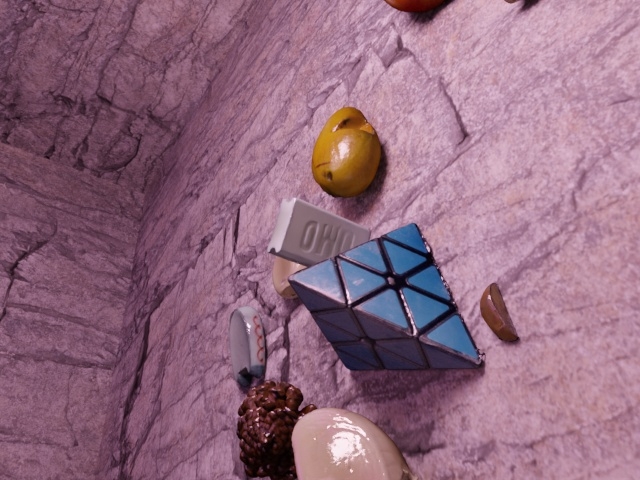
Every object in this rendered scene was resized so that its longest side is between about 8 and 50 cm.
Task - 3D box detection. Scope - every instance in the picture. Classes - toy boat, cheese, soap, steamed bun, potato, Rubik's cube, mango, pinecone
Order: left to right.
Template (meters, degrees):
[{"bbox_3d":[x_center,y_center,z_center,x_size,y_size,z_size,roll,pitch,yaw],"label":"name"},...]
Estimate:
[{"bbox_3d":[-0.185,0.272,1.264,0.134,0.079,0.207,-48,46,45],"label":"toy boat"},{"bbox_3d":[-0.086,0.370,0.948,0.195,0.150,0.179,31,99,60],"label":"pinecone"},{"bbox_3d":[-0.073,0.038,1.221,0.137,0.065,0.227,-44,37,34],"label":"cheese"},{"bbox_3d":[0.000,0.000,0.992,0.067,0.198,0.118,3,75,58],"label":"soap"},{"bbox_3d":[0.058,-0.211,1.104,0.167,0.130,0.261,-42,35,30],"label":"mango"},{"bbox_3d":[0.067,0.355,0.712,0.153,0.170,0.238,-34,42,11],"label":"steamed bun"},{"bbox_3d":[0.107,0.113,0.813,0.234,0.229,0.228,-21,89,7],"label":"Rubik's cube"},{"bbox_3d":[0.247,0.104,0.692,0.037,0.036,0.093,-41,41,34],"label":"potato"}]

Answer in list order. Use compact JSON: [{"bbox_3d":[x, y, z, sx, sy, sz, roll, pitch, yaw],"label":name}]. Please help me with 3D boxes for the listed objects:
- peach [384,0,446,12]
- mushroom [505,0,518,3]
[{"bbox_3d":[0.223,-0.667,1.071,0.249,0.245,0.274,-17,41,20],"label":"peach"},{"bbox_3d":[0.373,-0.556,0.851,0.096,0.099,0.277,-166,91,-73],"label":"mushroom"}]
